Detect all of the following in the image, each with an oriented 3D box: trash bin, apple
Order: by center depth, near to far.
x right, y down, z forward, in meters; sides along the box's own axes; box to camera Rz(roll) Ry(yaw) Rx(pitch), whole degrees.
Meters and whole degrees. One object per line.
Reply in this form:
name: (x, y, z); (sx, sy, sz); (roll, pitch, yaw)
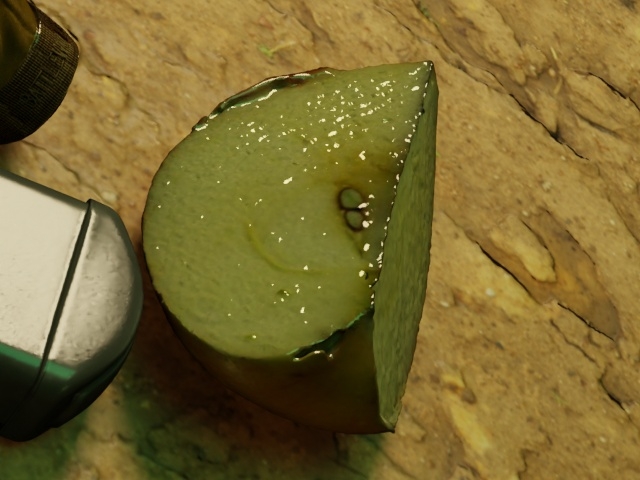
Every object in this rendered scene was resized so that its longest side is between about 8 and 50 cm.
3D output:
trash bin: (-0.244, 0.031, 1.155); (0.236, 0.101, 0.177); (24, 50, -17)
apple: (0.000, 0.000, 1.293); (0.254, 0.179, 0.346); (39, 42, -24)

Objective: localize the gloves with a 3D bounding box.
gloves: (-0.302, -0.194, 1.162); (0.331, 0.154, 0.141); (48, 39, -43)
